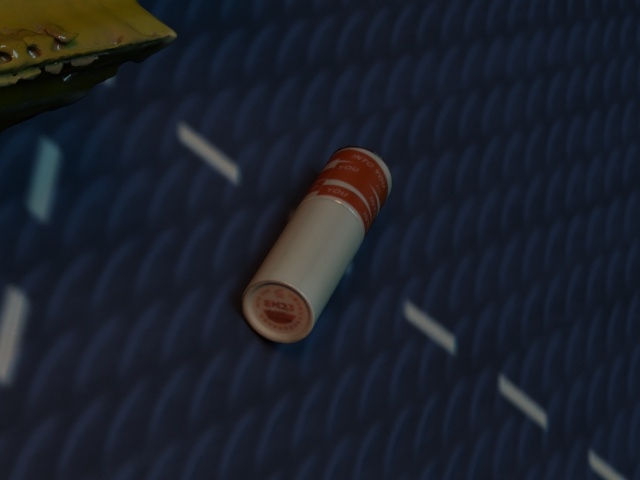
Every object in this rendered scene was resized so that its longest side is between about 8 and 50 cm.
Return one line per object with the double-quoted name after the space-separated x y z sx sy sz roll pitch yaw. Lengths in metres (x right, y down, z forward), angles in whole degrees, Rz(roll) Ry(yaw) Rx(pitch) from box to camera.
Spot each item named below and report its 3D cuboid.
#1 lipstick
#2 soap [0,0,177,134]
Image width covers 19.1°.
0.000 0.000 0.957 0.038 0.038 0.131 53 36 -16 "lipstick"
-0.171 -0.063 0.679 0.233 0.135 0.076 -26 90 -56 "soap"
